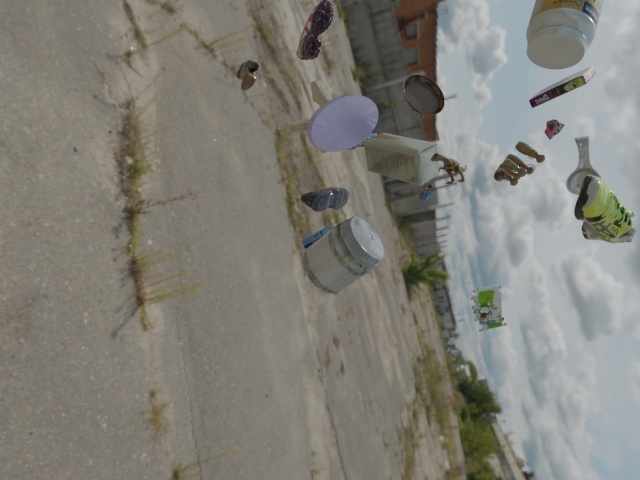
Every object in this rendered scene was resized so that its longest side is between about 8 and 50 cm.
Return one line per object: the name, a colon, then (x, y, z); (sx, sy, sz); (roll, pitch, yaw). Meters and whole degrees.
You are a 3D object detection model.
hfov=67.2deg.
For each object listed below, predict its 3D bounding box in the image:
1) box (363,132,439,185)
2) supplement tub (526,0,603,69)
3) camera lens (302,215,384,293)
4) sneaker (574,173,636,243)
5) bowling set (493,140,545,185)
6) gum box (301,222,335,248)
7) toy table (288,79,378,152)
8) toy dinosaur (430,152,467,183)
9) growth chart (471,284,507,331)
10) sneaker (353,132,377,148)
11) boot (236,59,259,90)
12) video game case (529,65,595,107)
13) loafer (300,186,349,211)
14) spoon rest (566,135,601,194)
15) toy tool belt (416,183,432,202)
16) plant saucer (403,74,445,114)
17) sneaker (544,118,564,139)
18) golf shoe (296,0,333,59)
box: (0.333, -0.343, 2.002); (0.311, 0.121, 0.148); (28, -41, 46)
supplement tub: (0.884, -0.811, 1.745); (0.228, 0.228, 0.316); (49, 58, -66)
camera lens: (0.083, 0.062, 1.878); (0.219, 0.274, 0.219); (36, 32, -27)
sneaker: (0.914, -0.099, 1.535); (0.384, 0.147, 0.145); (27, 83, -49)
bowling set: (0.972, -0.338, 2.425); (0.154, 0.200, 0.287); (37, -15, 11)
gum box: (0.000, 0.000, 2.108); (0.041, 0.157, 0.184); (60, -2, 13)
toy table: (0.040, -0.407, 1.638); (0.161, 0.274, 0.252); (32, -52, 48)
toy dinosaur: (0.472, -0.251, 1.673); (0.211, 0.064, 0.112); (14, 67, -39)
growth chart: (0.789, 0.318, 2.263); (0.021, 0.171, 0.237); (-138, -146, -69)
sneaker: (0.173, -0.472, 2.217); (0.080, 0.211, 0.081); (20, -56, 57)
boot: (-0.249, -0.542, 1.588); (0.042, 0.087, 0.118); (40, 72, -43)
video game case: (0.973, -0.617, 1.937); (0.232, 0.210, 0.042); (-37, 102, -47)
loafer: (0.025, -0.194, 2.141); (0.302, 0.095, 0.109); (-16, 126, -58)
spoon rest: (1.119, -0.303, 2.055); (0.276, 0.137, 0.084); (66, 32, -34)
toy tool belt: (0.434, -0.193, 1.974); (0.052, 0.083, 0.051); (34, 16, -16)
plant saucer: (0.361, -0.509, 1.705); (0.029, 0.168, 0.169); (133, -50, -61)
sneaker: (0.796, -0.385, 1.627); (0.047, 0.057, 0.119); (68, 13, 13)
golf shoe: (-0.025, -0.634, 1.448); (0.067, 0.086, 0.186); (23, 90, -40)
